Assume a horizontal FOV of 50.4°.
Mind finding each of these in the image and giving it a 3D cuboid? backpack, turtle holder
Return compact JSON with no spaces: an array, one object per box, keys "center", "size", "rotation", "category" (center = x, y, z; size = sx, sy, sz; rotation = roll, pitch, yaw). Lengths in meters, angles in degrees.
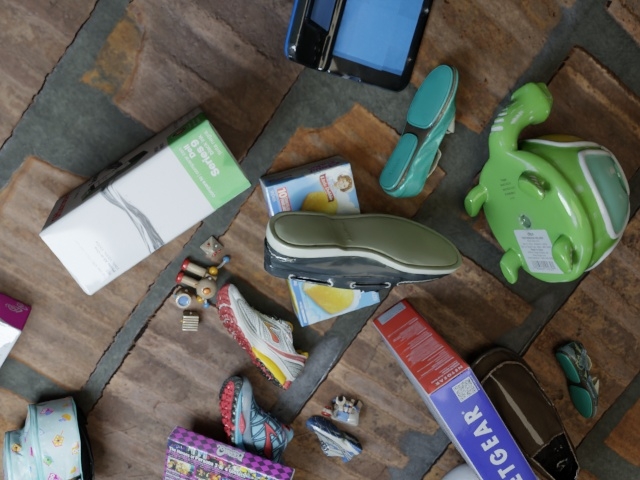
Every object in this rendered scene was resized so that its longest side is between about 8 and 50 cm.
[{"center":[-0.459,0.366,1.152],"size":[0.144,0.166,0.188],"rotation":[2,103,-24],"category":"backpack"},{"center":[0.405,-0.093,1.221],"size":[0.227,0.243,0.320],"rotation":[-29,71,-20],"category":"turtle holder"}]

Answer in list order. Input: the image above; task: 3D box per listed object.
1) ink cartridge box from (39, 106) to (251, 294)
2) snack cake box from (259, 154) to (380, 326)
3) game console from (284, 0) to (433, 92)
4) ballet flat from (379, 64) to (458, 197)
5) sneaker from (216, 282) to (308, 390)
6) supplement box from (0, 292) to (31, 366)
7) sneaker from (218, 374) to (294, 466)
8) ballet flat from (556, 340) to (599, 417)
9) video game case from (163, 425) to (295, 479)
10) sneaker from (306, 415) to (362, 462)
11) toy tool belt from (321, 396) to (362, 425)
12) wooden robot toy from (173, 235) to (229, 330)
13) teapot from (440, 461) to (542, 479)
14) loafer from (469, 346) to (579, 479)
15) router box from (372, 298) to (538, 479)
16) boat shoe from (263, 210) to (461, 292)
[{"center":[-0.267,-0.070,1.048],"size":[0.289,0.211,0.121],"rotation":[-35,111,-2],"category":"ink cartridge box"},{"center":[0.000,0.000,1.200],"size":[0.152,0.089,0.264],"rotation":[-17,109,-8],"category":"snack cake box"},{"center":[0.083,-0.400,1.068],"size":[0.173,0.250,0.293],"rotation":[17,102,9],"category":"game console"},{"center":[0.188,-0.187,1.207],"size":[0.087,0.083,0.247],"rotation":[17,102,-42],"category":"ballet flat"},{"center":[-0.107,0.163,1.235],"size":[0.092,0.088,0.225],"rotation":[-43,112,-21],"category":"sneaker"},{"center":[-0.580,0.192,1.101],"size":[0.114,0.111,0.220],"rotation":[30,97,-20],"category":"supplement box"},{"center":[-0.117,0.354,1.281],"size":[0.125,0.104,0.262],"rotation":[-15,117,-19],"category":"sneaker"},{"center":[0.557,0.291,1.437],"size":[0.070,0.070,0.188],"rotation":[-28,114,-5],"category":"ballet flat"},{"center":[-0.176,0.461,1.239],"size":[0.232,0.042,0.210],"rotation":[17,120,9],"category":"video game case"},{"center":[0.019,0.399,1.341],"size":[0.135,0.052,0.058],"rotation":[37,99,-20],"category":"sneaker"},{"center":[0.043,0.328,1.332],"size":[0.083,0.052,0.051],"rotation":[27,67,-22],"category":"toy tool belt"},{"center":[-0.211,0.082,1.177],"size":[0.076,0.079,0.173],"rotation":[21,99,-19],"category":"wooden robot toy"},{"center":[0.366,0.533,1.355],"size":[0.187,0.256,0.252],"rotation":[-41,116,9],"category":"teapot"},{"center":[0.435,0.363,1.389],"size":[0.134,0.130,0.366],"rotation":[-41,111,0],"category":"loafer"},{"center":[0.249,0.304,1.236],"size":[0.082,0.301,0.335],"rotation":[-34,111,-2],"category":"router box"},{"center":[0.065,0.034,1.124],"size":[0.340,0.127,0.113],"rotation":[3,134,-23],"category":"boat shoe"}]
